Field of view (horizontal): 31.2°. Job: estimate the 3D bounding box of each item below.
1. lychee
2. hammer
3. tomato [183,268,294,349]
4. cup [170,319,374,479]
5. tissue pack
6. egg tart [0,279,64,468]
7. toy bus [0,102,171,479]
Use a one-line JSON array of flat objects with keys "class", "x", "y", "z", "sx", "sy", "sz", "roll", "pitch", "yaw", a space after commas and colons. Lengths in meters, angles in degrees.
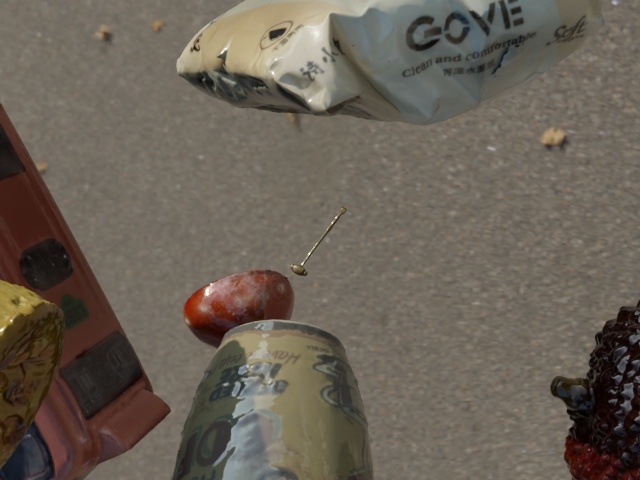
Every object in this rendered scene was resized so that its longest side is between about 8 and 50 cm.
[{"class": "lychee", "x": 0.382, "y": 0.192, "z": 1.184, "sx": 0.304, "sy": 0.276, "sz": 0.276, "roll": 18, "pitch": 100, "yaw": -1}, {"class": "hammer", "x": 0.000, "y": 0.000, "z": 1.671, "sx": 0.029, "sy": 0.014, "sz": 0.123, "roll": 32, "pitch": 78, "yaw": 21}, {"class": "tomato", "x": -0.107, "y": 0.114, "z": 1.592, "sx": 0.139, "sy": 0.159, "sz": 0.091, "roll": 95, "pitch": 161, "yaw": -56}, {"class": "cup", "x": -0.057, "y": 0.244, "z": 1.251, "sx": 0.301, "sy": 0.227, "sz": 0.257, "roll": 130, "pitch": 151, "yaw": -54}, {"class": "tissue pack", "x": 0.063, "y": -0.217, "z": 1.227, "sx": 0.390, "sy": 0.375, "sz": 0.195, "roll": 24, "pitch": 133, "yaw": 63}, {"class": "egg tart", "x": -0.290, "y": 0.098, "z": 0.801, "sx": 0.147, "sy": 0.202, "sz": 0.203, "roll": 29, "pitch": 107, "yaw": 5}, {"class": "toy bus", "x": -0.344, "y": 0.067, "z": 1.147, "sx": 0.233, "sy": 0.203, "sz": 0.427, "roll": -25, "pitch": 96, "yaw": 24}]
